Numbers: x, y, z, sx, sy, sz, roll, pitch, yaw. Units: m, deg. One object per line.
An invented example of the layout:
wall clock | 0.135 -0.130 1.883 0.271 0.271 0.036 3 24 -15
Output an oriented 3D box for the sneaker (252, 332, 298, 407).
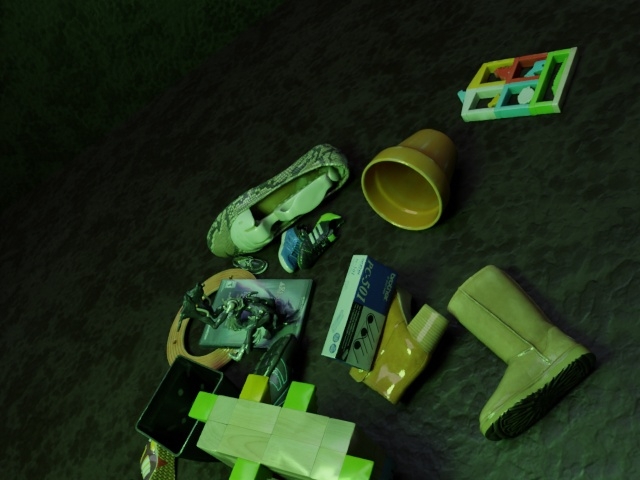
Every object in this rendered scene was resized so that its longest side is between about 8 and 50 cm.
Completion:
sneaker | -0.104 0.333 1.252 0.101 0.106 0.267 -36 22 53

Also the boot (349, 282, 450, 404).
boot | 0.121 0.190 1.178 0.211 0.104 0.295 -53 33 1

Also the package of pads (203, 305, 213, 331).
package of pads | -0.278 0.214 1.508 0.050 0.032 0.083 -9 51 30

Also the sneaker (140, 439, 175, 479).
sneaker | -0.392 0.553 1.337 0.084 0.069 0.186 -39 35 33

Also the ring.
ring | -0.292 0.227 1.561 0.336 0.032 0.337 -24 42 24

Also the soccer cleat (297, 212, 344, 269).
soccer cleat | 0.000 0.000 1.486 0.072 0.060 0.179 8 58 43

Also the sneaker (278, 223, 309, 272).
sneaker | -0.064 0.014 1.528 0.084 0.058 0.152 -34 32 27

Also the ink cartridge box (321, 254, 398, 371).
ink cartridge box | 0.080 0.142 1.108 0.046 0.097 0.207 0 67 52

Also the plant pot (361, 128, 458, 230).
plant pot | 0.231 -0.161 1.335 0.205 0.205 0.188 3 42 43

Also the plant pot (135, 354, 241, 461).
plant pot | -0.267 0.398 1.276 0.187 0.167 0.188 7 60 45

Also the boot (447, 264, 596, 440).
boot | 0.316 0.194 1.019 0.236 0.089 0.269 -37 37 -2

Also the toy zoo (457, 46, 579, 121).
toy zoo | 0.483 -0.390 1.432 0.293 0.030 0.192 5 59 43

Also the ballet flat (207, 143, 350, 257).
ballet flat | -0.120 -0.091 1.579 0.482 0.164 0.182 -36 30 4

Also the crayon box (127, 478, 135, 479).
crayon box | -0.480 0.669 1.152 0.081 0.202 0.319 5 75 32

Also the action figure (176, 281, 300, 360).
action figure | -0.194 0.190 1.339 0.164 0.275 0.141 -110 35 -68

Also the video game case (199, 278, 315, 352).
video game case | -0.161 0.186 1.436 0.274 0.026 0.196 -2 53 24

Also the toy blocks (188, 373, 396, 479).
toy blocks | -0.025 0.396 1.012 0.381 0.261 0.191 0 54 33

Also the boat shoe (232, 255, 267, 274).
boat shoe | -0.205 0.067 1.621 0.125 0.038 0.046 6 60 44
